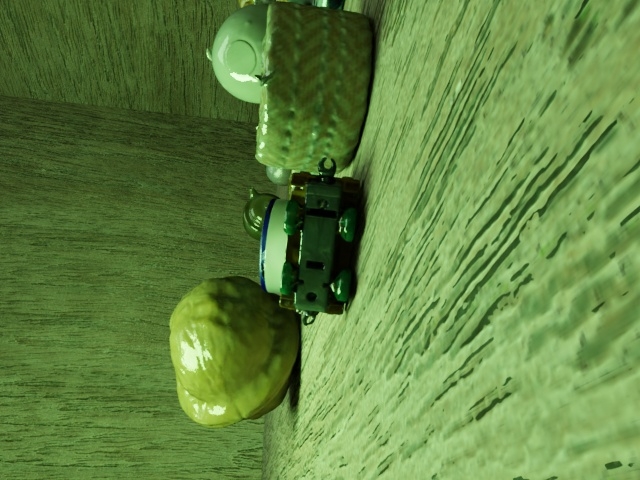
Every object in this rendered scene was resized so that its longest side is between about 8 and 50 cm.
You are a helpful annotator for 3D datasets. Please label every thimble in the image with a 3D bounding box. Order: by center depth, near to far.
[{"bbox_3d":[-0.019,-0.210,0.688,0.229,0.148,0.196,112,162,-60],"label":"thimble"}]

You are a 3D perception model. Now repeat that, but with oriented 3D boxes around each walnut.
[{"bbox_3d":[-0.225,0.273,1.245,0.383,0.383,0.384,-176,90,-82],"label":"walnut"}]

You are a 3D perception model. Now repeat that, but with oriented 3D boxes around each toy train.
[{"bbox_3d":[0.000,0.000,0.652,0.136,0.091,0.228,-75,-9,-72],"label":"toy train"}]

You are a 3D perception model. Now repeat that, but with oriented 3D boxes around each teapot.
[{"bbox_3d":[-0.211,-0.096,1.951,0.268,0.185,0.175,54,160,11],"label":"teapot"}]

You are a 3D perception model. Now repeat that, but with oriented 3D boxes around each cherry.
[{"bbox_3d":[-0.121,-0.259,1.614,0.188,0.115,0.148,-89,-13,-64],"label":"cherry"}]

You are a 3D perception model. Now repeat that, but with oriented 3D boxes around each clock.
[{"bbox_3d":[-0.090,0.014,1.193,0.230,0.083,0.230,4,-90,-85],"label":"clock"}]

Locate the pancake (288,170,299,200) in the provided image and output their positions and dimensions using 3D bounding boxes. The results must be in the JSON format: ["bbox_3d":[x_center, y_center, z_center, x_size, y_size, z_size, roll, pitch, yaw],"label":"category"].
[{"bbox_3d":[-0.060,-0.192,1.356,0.282,0.049,0.282,-173,90,-84],"label":"pancake"}]

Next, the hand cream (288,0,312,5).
[{"bbox_3d":[-0.025,-0.781,1.280,0.185,0.118,0.359,103,176,-67],"label":"hand cream"}]

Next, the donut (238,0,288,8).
[{"bbox_3d":[-0.138,-0.807,1.512,0.299,0.150,0.317,35,116,41],"label":"donut"}]

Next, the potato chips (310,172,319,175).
[{"bbox_3d":[-0.005,-0.150,1.010,0.202,0.029,0.220,-98,12,-57],"label":"potato chips"}]

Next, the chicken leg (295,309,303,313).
[{"bbox_3d":[-0.044,0.065,1.081,0.093,0.053,0.205,6,-84,-75],"label":"chicken leg"}]

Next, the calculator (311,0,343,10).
[{"bbox_3d":[0.015,-0.481,0.942,0.293,0.051,0.173,106,167,-57],"label":"calculator"}]

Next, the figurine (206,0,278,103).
[{"bbox_3d":[-0.094,-0.479,1.131,0.394,0.226,0.275,-54,-23,-56],"label":"figurine"}]
